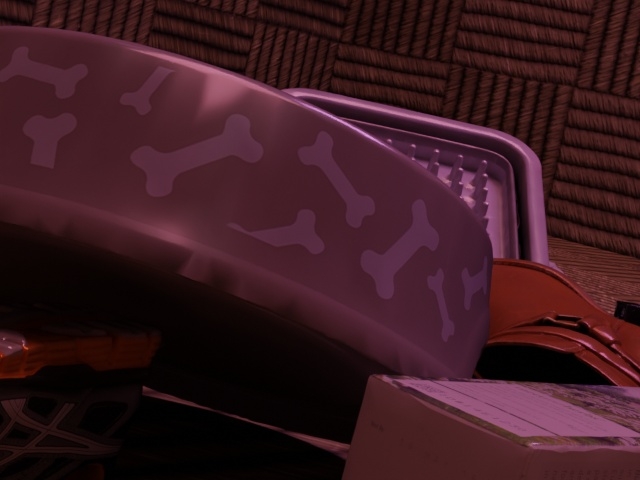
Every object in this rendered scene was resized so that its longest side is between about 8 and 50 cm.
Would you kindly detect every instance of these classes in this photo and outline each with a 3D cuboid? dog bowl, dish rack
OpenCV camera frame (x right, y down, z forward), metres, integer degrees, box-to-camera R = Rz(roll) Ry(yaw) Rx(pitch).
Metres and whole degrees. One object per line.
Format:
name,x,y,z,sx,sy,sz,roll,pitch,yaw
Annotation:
dog bowl,-0.072,0.006,0.809,0.349,0.102,0.349,18,-15,5
dish rack,0.065,-0.010,1.469,0.285,0.072,0.333,11,37,-3

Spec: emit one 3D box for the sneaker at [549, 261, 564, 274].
sneaker,0.224,0.079,1.584,0.085,0.086,0.237,-15,-15,14

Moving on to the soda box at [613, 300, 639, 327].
soda box,0.387,0.108,1.645,0.169,0.060,0.053,13,2,-2

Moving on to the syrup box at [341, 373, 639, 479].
syrup box,0.123,0.119,0.701,0.237,0.096,0.093,8,9,-43

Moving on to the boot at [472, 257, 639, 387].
boot,0.146,0.089,1.170,0.283,0.109,0.220,23,13,25

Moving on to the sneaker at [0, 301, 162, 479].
sneaker,-0.148,0.073,0.656,0.084,0.083,0.215,15,8,38
